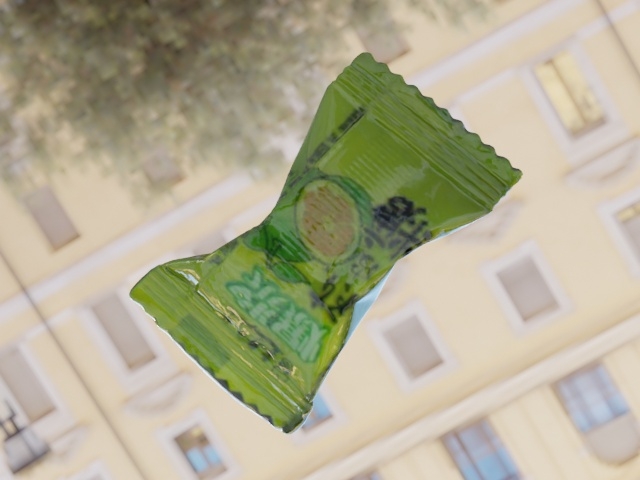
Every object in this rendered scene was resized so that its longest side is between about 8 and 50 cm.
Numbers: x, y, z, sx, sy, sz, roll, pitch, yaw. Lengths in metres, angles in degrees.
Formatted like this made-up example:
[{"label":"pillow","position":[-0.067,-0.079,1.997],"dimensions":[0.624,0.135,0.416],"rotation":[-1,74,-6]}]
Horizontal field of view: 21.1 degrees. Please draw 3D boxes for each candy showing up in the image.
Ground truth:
[{"label":"candy","position":[0.000,0.000,1.145],"dimensions":[0.246,0.149,0.069],"rotation":[-48,178,5]}]
